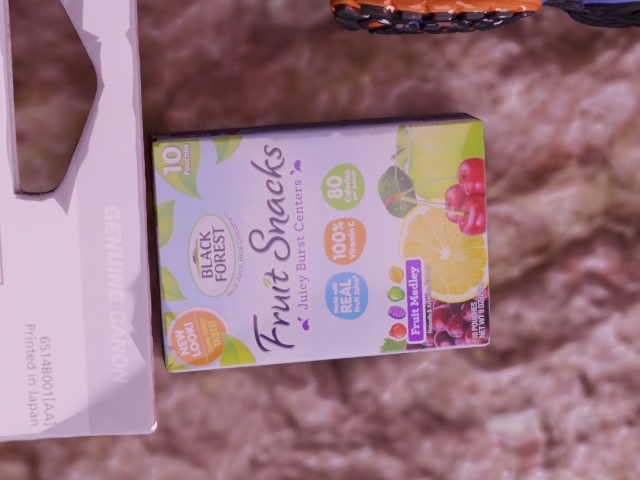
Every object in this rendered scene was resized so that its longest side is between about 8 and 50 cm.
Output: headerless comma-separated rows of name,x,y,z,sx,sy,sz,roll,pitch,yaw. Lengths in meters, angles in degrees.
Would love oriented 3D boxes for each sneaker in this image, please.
sneaker,0.113,-0.134,0.767,0.221,0.083,0.087,-3,92,-11

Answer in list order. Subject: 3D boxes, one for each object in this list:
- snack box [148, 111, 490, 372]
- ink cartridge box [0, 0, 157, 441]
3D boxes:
snack box,0.000,0.000,0.791,0.141,0.037,0.100,-4,99,-8
ink cartridge box,-0.203,-0.061,0.736,0.261,0.066,0.296,-3,100,-8
